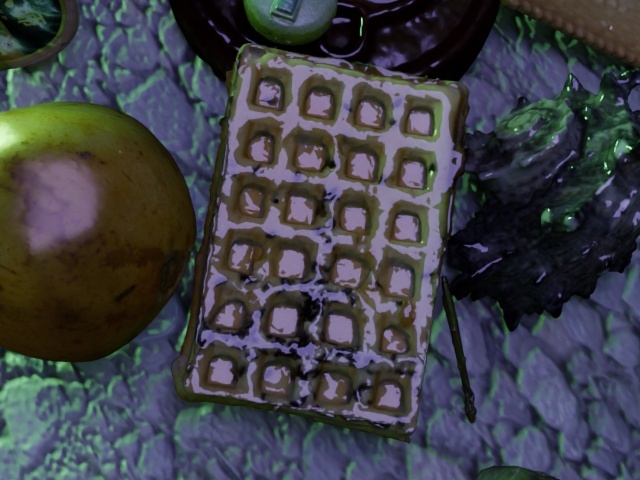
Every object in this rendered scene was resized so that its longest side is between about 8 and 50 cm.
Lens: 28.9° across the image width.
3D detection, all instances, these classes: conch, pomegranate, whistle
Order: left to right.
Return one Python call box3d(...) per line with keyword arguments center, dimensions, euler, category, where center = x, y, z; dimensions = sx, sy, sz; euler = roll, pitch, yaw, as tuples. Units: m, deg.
box3d(center=(-0.254, -0.017, 1.202), dimensions=(0.264, 0.264, 0.264), euler=(3, 68, -8), category="pomegranate")
box3d(center=(-0.017, -0.307, 1.367), dimensions=(0.104, 0.057, 0.198), euler=(20, 72, 0), category="whistle")
box3d(center=(0.244, -0.056, 1.345), dimensions=(0.241, 0.186, 0.313), euler=(23, 86, 33), category="conch")

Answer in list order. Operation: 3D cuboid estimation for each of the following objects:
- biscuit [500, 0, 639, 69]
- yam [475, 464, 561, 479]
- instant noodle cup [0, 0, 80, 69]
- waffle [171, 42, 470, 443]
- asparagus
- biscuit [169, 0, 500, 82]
box3d(center=(0.329, -0.301, 1.493), dimensions=(0.250, 0.030, 0.160), euler=(20, 66, -19), category="biscuit")
box3d(center=(0.253, 0.334, 1.178), dimensions=(0.271, 0.201, 0.202), euler=(17, 28, 13), category="yam")
box3d(center=(-0.371, -0.350, 1.345), dimensions=(0.244, 0.244, 0.255), euler=(4, 60, -8), category="instant noodle cup")
box3d(center=(0.000, 0.000, 1.275), dimensions=(0.261, 0.114, 0.376), euler=(12, 79, -7), category="waffle")
box3d(center=(0.145, 0.115, 1.303), dimensions=(0.016, 0.013, 0.166), euler=(-24, 107, -40), category="asparagus")
box3d(center=(0.020, -0.331, 1.456), dimensions=(0.407, 0.091, 0.407), euler=(3, 69, -8), category="biscuit")
